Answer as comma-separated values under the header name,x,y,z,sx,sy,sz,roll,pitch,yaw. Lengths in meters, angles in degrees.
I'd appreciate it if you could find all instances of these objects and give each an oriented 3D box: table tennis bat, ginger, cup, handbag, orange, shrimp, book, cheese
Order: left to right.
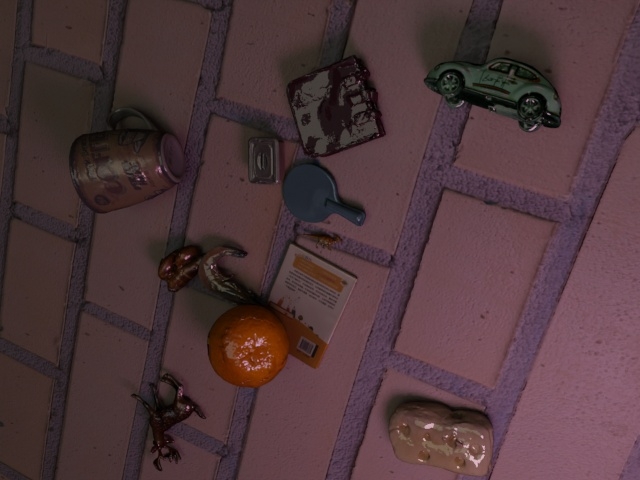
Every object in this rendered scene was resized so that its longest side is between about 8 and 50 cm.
name,x,y,z,sx,sy,sz,roll,pitch,yaw
cup,-0.512,-0.239,1.751,0.257,0.227,0.301,-9,68,11
ginger,-0.396,0.069,1.816,0.162,0.073,0.103,-40,101,12
shrimp,-0.233,0.102,1.762,0.219,0.046,0.152,34,103,3
orange,-0.190,0.278,1.677,0.219,0.193,0.219,0,84,-1
book,-0.045,0.179,1.717,0.208,0.020,0.295,29,111,15
table tennis bat,0.008,-0.103,1.628,0.244,0.040,0.153,27,111,20
handbag,0.039,-0.321,1.549,0.216,0.074,0.203,-17,94,23
cheese,0.302,0.499,1.600,0.263,0.093,0.159,7,102,22

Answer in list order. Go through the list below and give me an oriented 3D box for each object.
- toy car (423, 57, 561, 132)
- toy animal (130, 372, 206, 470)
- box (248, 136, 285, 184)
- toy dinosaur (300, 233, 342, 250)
name,x,y,z,sx,sy,sz,roll,pitch,yaw
toy car,0.382,-0.330,1.373,0.306,0.136,0.125,24,96,18
toy animal,-0.472,0.558,1.942,0.243,0.087,0.260,-33,84,27
box,-0.137,-0.209,1.652,0.089,0.062,0.122,5,104,22
toy dinosaur,0.001,0.004,1.657,0.113,0.026,0.041,4,96,13
